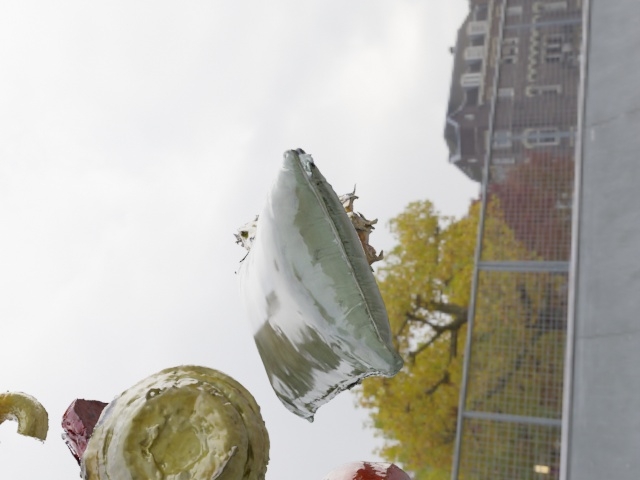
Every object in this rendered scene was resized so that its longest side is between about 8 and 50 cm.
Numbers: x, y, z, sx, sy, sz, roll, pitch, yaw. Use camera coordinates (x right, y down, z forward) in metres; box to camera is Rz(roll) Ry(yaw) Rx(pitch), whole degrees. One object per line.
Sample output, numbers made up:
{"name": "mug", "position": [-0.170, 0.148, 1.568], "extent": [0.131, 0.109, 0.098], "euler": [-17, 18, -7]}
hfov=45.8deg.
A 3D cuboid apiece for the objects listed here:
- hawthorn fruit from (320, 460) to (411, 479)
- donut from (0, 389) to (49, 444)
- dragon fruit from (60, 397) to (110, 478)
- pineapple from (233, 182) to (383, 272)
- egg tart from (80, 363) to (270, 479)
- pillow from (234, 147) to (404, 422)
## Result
{"name": "hawthorn fruit", "position": [0.060, 0.345, 0.906], "extent": [0.194, 0.157, 0.157], "euler": [100, 176, -80]}
{"name": "donut", "position": [-0.679, 0.393, 1.613], "extent": [0.146, 0.181, 0.078], "euler": [61, 169, 15]}
{"name": "dragon fruit", "position": [-0.471, 0.426, 1.565], "extent": [0.192, 0.092, 0.122], "euler": [63, -162, 16]}
{"name": "pineapple", "position": [-0.001, -0.001, 0.863], "extent": [0.135, 0.233, 0.079], "euler": [-36, -69, -19]}
{"name": "egg tart", "position": [-0.215, 0.311, 1.132], "extent": [0.115, 0.290, 0.290], "euler": [100, -174, -57]}
{"name": "pillow", "position": [-0.016, 0.058, 0.667], "extent": [0.185, 0.075, 0.302], "euler": [65, 159, 13]}
